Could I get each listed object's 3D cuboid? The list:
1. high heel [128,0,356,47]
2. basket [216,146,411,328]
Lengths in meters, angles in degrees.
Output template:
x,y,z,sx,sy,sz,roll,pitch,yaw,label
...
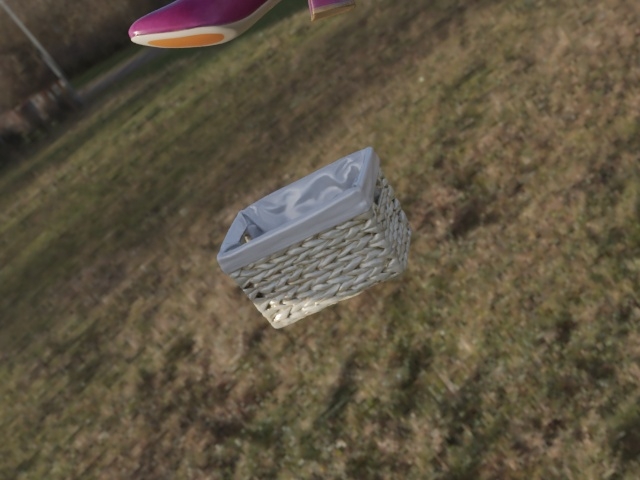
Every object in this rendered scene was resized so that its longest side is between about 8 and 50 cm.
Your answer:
x,y,z,sx,sy,sz,roll,pitch,yaw,label
-0.087,-0.275,1.087,0.244,0.117,0.082,-14,0,-2,high heel
0.000,0.000,1.035,0.167,0.103,0.113,-26,20,21,basket
